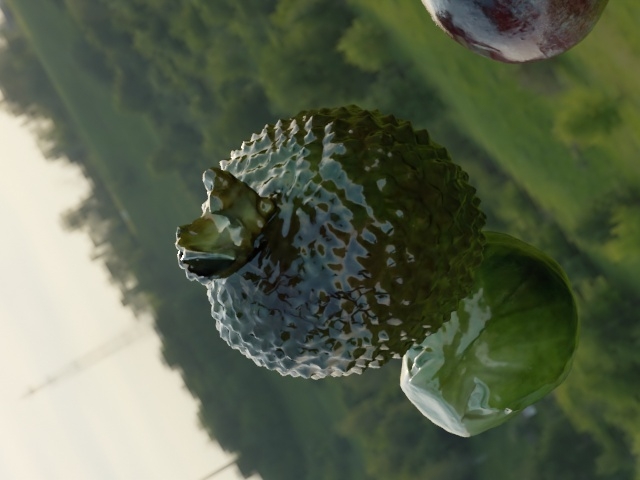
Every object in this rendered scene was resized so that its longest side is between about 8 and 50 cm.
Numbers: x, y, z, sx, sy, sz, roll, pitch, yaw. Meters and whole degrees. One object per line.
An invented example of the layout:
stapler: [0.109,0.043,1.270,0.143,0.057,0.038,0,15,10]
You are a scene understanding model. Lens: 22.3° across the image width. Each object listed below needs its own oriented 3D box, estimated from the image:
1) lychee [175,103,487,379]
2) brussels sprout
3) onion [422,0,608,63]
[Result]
lychee: [0.009,0.002,1.521,0.270,0.320,0.269,-168,90,-74]
brussels sprout: [0.199,0.118,1.972,0.219,0.271,0.210,29,146,11]
onion: [0.131,-0.205,1.151,0.159,0.159,0.195,60,-158,10]
